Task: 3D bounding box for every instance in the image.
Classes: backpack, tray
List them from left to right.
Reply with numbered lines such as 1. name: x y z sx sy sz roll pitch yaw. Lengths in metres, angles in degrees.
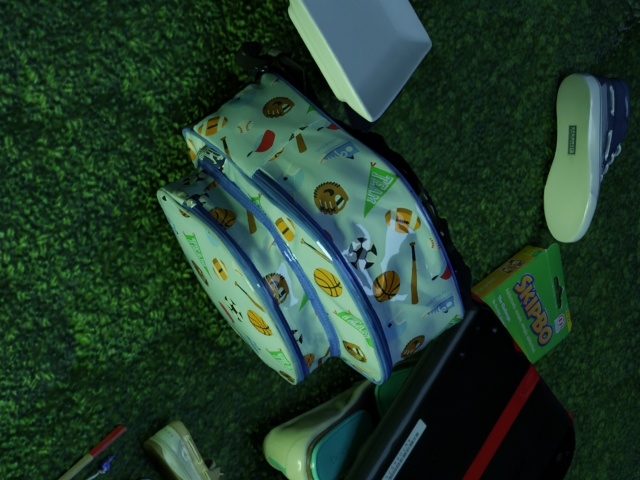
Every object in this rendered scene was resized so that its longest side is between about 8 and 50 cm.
1. backpack: 0.000 0.000 1.663 0.213 0.263 0.276 -45 131 -15
2. tray: 0.031 -0.200 1.699 0.145 0.030 0.270 60 22 -11

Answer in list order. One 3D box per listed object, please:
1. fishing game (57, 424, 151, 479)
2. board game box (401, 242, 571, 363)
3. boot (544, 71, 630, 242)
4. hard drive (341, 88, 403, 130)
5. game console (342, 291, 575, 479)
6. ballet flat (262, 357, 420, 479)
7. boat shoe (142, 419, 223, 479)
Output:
1. fishing game: -0.182 0.312 1.730 0.189 0.041 0.264 -40 125 -32
2. board game box: 0.182 0.109 2.055 0.259 0.039 0.124 -33 124 -33
3. boot: 0.306 -0.092 2.099 0.086 0.069 0.190 -1 100 -43
4. hard drive: 0.041 -0.164 1.771 0.094 0.022 0.135 67 22 -13
5. game console: 0.114 0.281 1.943 0.386 0.060 0.342 -57 140 -14
6. ballet flat: 0.035 0.178 1.891 0.248 0.086 0.086 -23 117 -46
7. boat shoe: -0.115 0.223 1.765 0.045 0.050 0.135 -46 131 -20
